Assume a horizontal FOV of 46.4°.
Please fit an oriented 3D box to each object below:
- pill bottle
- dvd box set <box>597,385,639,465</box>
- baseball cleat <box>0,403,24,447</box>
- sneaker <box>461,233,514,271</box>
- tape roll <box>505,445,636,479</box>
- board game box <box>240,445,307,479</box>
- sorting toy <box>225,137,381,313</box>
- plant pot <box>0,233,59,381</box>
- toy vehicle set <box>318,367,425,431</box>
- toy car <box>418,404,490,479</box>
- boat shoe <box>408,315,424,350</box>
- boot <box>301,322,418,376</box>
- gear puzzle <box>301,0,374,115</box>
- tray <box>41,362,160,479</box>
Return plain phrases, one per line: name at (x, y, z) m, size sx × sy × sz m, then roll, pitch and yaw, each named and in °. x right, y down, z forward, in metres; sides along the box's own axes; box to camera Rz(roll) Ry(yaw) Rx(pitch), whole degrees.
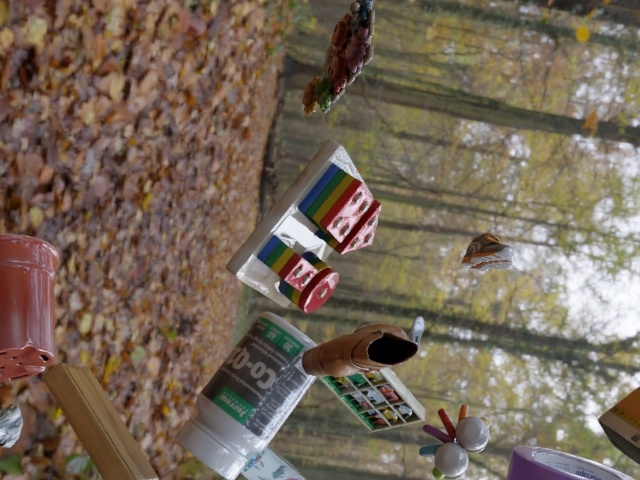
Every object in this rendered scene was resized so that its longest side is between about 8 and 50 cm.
pill bottle at (-0.163, 0.366, 1.761) m, size 0.361 × 0.204 × 0.204 m, roll -53°, pitch 176°, yaw -15°
dvd box set at (0.613, 0.184, 0.963) m, size 0.062 × 0.420 × 0.307 m, roll 56°, pitch -4°, yaw -15°
baseball cleat at (-0.890, 0.534, 2.026) m, size 0.206 × 0.072 × 0.109 m, roll -36°, pitch 117°, yaw -49°
sneaker at (0.397, 0.022, 1.769) m, size 0.215 × 0.084 × 0.083 m, roll 164°, pitch -52°, yaw -76°
tape roll at (0.544, 0.531, 1.614) m, size 0.275 × 0.274 × 0.090 m, roll 163°, pitch -59°, yaw -86°
board game box at (-0.147, 0.612, 2.016) m, size 0.097 × 0.303 × 0.224 m, roll -50°, pitch -152°, yaw -12°
sorting toy at (0.000, 0.000, 1.230) m, size 0.257 × 0.089 × 0.255 m, roll -51°, pitch 158°, yaw -3°
plant pot at (-0.725, 0.167, 1.708) m, size 0.272 × 0.272 × 0.265 m, roll 106°, pitch -29°, yaw -61°
toy vehicle set at (0.134, 0.397, 1.937) m, size 0.267 × 0.166 × 0.035 m, roll 50°, pitch 34°, yaw -30°
toy car at (0.304, 0.465, 1.743) m, size 0.182 × 0.136 × 0.159 m, roll -48°, pitch 160°, yaw -10°
boat shoe at (0.250, 0.251, 1.983) m, size 0.035 × 0.035 × 0.100 m, roll 166°, pitch -66°, yaw -67°
boot at (0.125, 0.216, 1.539) m, size 0.220 × 0.283 × 0.109 m, roll -22°, pitch -106°, yaw 52°
gear puzzle at (0.022, -0.366, 1.530) m, size 0.339 × 0.044 × 0.176 m, roll 141°, pitch -44°, yaw -62°
tray at (-0.611, 0.536, 2.104) m, size 0.411 × 0.076 × 0.203 m, roll 53°, pitch -3°, yaw 16°
